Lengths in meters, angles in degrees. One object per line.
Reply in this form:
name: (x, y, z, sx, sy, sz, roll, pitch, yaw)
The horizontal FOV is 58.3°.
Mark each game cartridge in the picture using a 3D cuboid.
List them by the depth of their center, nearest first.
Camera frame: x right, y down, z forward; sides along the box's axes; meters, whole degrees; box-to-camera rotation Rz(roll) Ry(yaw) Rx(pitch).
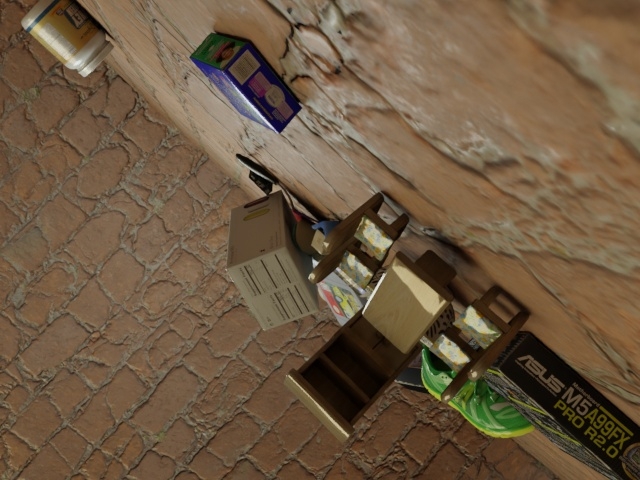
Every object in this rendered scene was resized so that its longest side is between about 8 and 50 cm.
game cartridge: (0.079, 0.157, 1.579, 0.196, 0.060, 0.294, 10, 137, 50)

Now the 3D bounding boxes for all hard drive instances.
hard drive: (0.339, 0.405, 1.618, 0.255, 0.054, 0.172, 2, 159, 28)

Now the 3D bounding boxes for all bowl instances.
bowl: (0.142, 0.086, 0.847, 0.170, 0.080, 0.170, 42, 176, 4)

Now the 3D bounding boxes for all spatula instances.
spatula: (-0.090, -0.114, 1.356, 0.296, 0.030, 0.084, 42, -174, 10)

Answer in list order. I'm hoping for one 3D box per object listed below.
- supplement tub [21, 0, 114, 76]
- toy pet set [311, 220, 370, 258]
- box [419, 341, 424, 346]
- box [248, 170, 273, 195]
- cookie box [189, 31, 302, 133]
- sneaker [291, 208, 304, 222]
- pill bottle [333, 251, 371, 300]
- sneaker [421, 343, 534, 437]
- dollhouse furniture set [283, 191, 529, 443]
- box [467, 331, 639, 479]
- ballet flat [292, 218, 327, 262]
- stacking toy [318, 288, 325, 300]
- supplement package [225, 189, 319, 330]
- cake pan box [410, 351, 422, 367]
supplement tub: (-0.678, -0.559, 1.549, 0.200, 0.144, 0.144, 44, 176, -30)
toy pet set: (0.037, -0.014, 1.146, 0.114, 0.065, 0.122, 0, -150, -38)
box: (0.202, 0.182, 1.370, 0.137, 0.072, 0.126, 40, 175, 45)
box: (-0.149, -0.153, 1.438, 0.067, 0.018, 0.083, 44, -166, -19)
cookie box: (-0.080, -0.167, 0.603, 0.092, 0.040, 0.107, 45, 175, -38)
sneaker: (-0.094, -0.053, 1.725, 0.136, 0.116, 0.314, 58, 167, -20)
pill bottle: (0.091, 0.076, 1.265, 0.137, 0.078, 0.078, 43, 176, -4)
sneaker: (0.289, 0.268, 1.072, 0.295, 0.109, 0.123, 15, 132, 54)
dollhouse furniture set: (0.067, 0.113, 0.670, 0.212, 0.161, 0.242, 42, 148, 15)
box: (0.306, 0.215, 0.773, 0.216, 0.060, 0.270, 42, 176, 9)
ballet flat: (0.000, 0.000, 1.397, 0.086, 0.086, 0.248, 41, 180, 16)
stacking toy: (0.139, 0.183, 1.734, 0.330, 0.141, 0.141, 29, 168, 48)
supplement package: (-0.115, 0.041, 1.379, 0.262, 0.145, 0.204, -101, -13, -57)
cake pan box: (0.248, 0.339, 1.727, 0.246, 0.070, 0.267, 7, 171, 7)
